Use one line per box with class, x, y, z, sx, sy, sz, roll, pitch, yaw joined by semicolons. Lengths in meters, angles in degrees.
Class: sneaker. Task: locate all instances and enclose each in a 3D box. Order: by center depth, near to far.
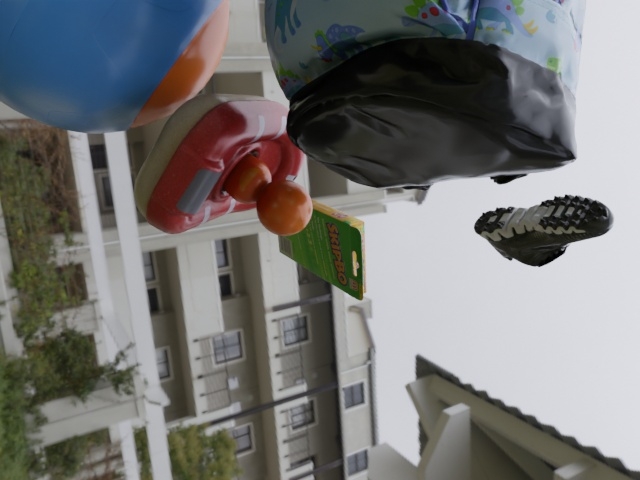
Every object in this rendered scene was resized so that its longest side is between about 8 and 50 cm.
sneaker;0.360;-0.008;0.865;0.106;0.078;0.234;49;-25;-19

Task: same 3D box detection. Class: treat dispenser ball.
treat dispenser ball;-0.233;-0.254;0.552;0.288;0.288;0.288;31;-54;55

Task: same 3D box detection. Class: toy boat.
toy boat;-0.073;-0.063;0.589;0.151;0.231;0.151;39;-68;5

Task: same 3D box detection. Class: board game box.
board game box;0.000;0.000;0.926;0.259;0.039;0.124;30;-50;53

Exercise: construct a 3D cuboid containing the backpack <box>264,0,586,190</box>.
backpack;0.083;-0.249;0.461;0.290;0.273;0.355;9;-105;62
